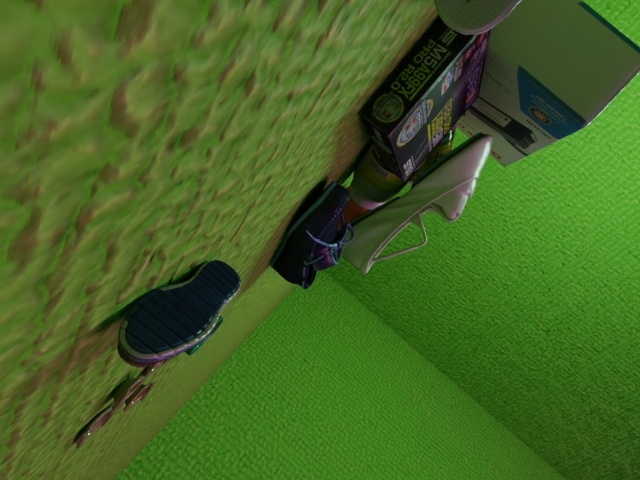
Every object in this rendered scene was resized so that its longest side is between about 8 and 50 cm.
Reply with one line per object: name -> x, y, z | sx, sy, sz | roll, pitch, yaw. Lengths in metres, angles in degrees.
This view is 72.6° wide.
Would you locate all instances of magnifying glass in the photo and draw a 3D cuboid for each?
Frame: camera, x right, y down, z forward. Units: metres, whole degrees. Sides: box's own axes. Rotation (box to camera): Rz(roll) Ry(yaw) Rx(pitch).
magnifying glass -> -0.215, 0.162, 0.772 | 0.092, 0.026, 0.231 | -48, 178, -17

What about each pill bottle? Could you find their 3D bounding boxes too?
pill bottle -> 0.143, -0.158, 0.979 | 0.119, 0.119, 0.208 | -48, 177, -26
pill bottle -> 0.244, -0.235, 0.992 | 0.117, 0.118, 0.208 | -47, 149, -39

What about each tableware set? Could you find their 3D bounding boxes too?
tableware set -> -0.284, 0.230, 0.654 | 0.141, 0.020, 0.169 | -51, 176, 20

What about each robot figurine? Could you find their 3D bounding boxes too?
robot figurine -> 0.071, -0.057, 1.136 | 0.219, 0.128, 0.158 | -48, 166, -13

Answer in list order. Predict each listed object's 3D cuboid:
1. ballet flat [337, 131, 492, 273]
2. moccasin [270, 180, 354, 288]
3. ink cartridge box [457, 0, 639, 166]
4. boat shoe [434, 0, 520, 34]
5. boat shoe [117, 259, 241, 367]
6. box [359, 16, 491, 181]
ballet flat -> 0.217, -0.064, 0.938 | 0.400, 0.139, 0.139 | -35, 179, 12
moccasin -> 0.000, 0.000, 0.901 | 0.137, 0.117, 0.342 | -48, 176, -28
ink cartridge box -> 0.399, -0.332, 0.913 | 0.166, 0.285, 0.395 | -48, 176, 3
boat shoe -> 0.230, -0.337, 0.372 | 0.335, 0.121, 0.119 | -37, -166, 46
boat shoe -> -0.142, 0.082, 0.446 | 0.066, 0.066, 0.183 | -49, 177, 21
box -> 0.177, -0.225, 0.719 | 0.216, 0.060, 0.270 | -50, 164, 4
